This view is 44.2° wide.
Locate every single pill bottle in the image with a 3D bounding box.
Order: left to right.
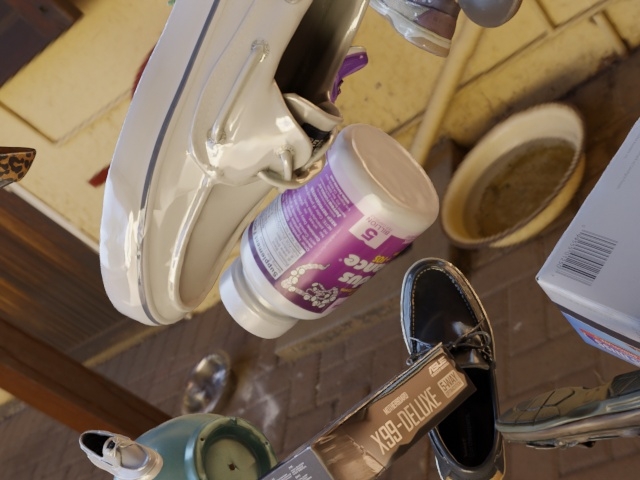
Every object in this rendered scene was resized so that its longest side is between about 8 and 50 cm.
[{"bbox_3d":[0.000,0.000,1.056,0.301,0.169,0.169,-44,28,29],"label":"pill bottle"}]

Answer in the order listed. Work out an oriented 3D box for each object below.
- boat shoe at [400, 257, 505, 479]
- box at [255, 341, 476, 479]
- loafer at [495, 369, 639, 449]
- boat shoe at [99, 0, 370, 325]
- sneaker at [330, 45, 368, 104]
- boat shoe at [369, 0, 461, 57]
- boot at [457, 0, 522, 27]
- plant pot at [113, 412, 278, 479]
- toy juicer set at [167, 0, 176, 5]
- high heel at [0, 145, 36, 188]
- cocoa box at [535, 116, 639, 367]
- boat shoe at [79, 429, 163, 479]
[{"bbox_3d":[0.270,0.252,1.595,0.186,0.156,0.501,-10,63,6],"label":"boat shoe"},{"bbox_3d":[0.023,0.271,0.995,0.242,0.077,0.307,-28,-13,-39],"label":"box"},{"bbox_3d":[0.335,0.230,0.981,0.096,0.084,0.267,-30,-1,-42],"label":"loafer"},{"bbox_3d":[-0.031,-0.065,0.381,0.095,0.084,0.258,-20,-47,-65],"label":"boat shoe"},{"bbox_3d":[-0.004,-0.171,0.957,0.170,0.071,0.068,-42,7,-6],"label":"sneaker"},{"bbox_3d":[0.140,-0.374,1.219,0.092,0.102,0.285,-58,31,22],"label":"boat shoe"},{"bbox_3d":[0.203,-0.388,0.844,0.112,0.306,0.115,15,29,38],"label":"boot"},{"bbox_3d":[-0.196,0.432,1.416,0.196,0.293,0.293,-44,27,38],"label":"plant pot"},{"bbox_3d":[-0.092,-0.409,1.007,0.329,0.209,0.089,-49,-9,-5],"label":"toy juicer set"},{"bbox_3d":[-0.647,-0.187,1.452,0.186,0.261,0.093,-37,56,-18],"label":"high heel"},{"bbox_3d":[0.523,0.006,1.123,0.231,0.228,0.347,27,79,45],"label":"cocoa box"},{"bbox_3d":[-0.337,0.353,1.313,0.184,0.063,0.066,8,52,45],"label":"boat shoe"}]
